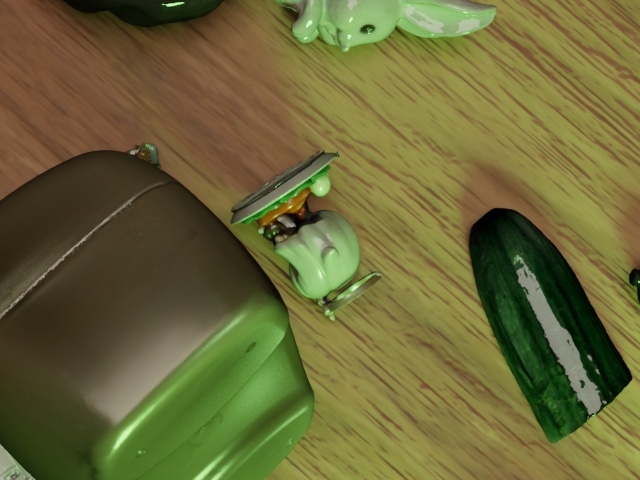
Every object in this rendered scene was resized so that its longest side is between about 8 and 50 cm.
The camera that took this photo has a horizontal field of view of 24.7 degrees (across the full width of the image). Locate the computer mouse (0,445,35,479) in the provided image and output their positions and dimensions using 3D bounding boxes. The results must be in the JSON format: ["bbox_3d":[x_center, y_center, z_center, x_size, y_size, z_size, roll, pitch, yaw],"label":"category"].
[{"bbox_3d":[-0.370,0.173,1.431,0.126,0.056,0.245,-35,84,-12],"label":"computer mouse"}]

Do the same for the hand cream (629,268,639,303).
[{"bbox_3d":[0.414,0.057,1.550,0.186,0.054,0.087,11,81,-11],"label":"hand cream"}]

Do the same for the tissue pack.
[{"bbox_3d":[-0.176,0.097,1.304,0.267,0.387,0.277,-41,68,-12],"label":"tissue pack"}]

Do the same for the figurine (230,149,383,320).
[{"bbox_3d":[0.000,0.000,1.485,0.132,0.132,0.153,-35,97,-12],"label":"figurine"}]

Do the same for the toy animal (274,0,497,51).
[{"bbox_3d":[0.062,-0.237,1.536,0.221,0.104,0.130,24,76,-1],"label":"toy animal"}]

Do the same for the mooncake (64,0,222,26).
[{"bbox_3d":[-0.182,-0.356,1.514,0.283,0.141,0.283,1,85,-14],"label":"mooncake"}]

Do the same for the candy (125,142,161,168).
[{"bbox_3d":[-0.245,-0.050,1.494,0.182,0.046,0.053,-26,81,-9],"label":"candy"}]

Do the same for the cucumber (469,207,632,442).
[{"bbox_3d":[0.231,0.075,1.519,0.115,0.063,0.243,-29,82,-12],"label":"cucumber"}]
